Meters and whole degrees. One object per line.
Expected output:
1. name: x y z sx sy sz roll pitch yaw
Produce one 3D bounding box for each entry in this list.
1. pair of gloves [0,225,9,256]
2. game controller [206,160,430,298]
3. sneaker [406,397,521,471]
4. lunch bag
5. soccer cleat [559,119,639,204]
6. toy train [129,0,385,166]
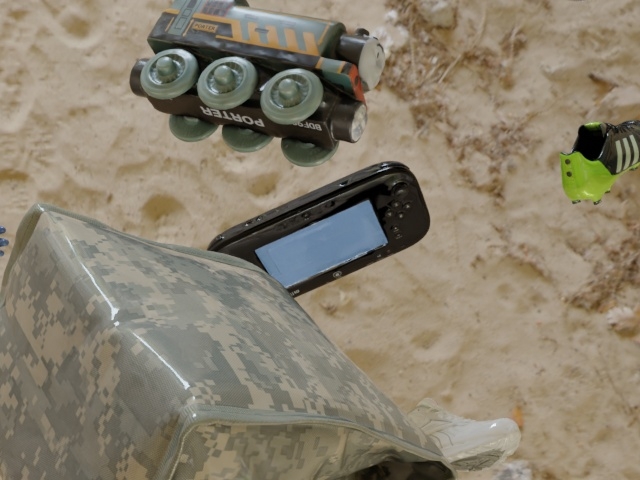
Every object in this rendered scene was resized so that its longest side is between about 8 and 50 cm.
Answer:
1. pair of gloves: -0.542 0.047 1.237 0.159 0.023 0.198 5 81 19
2. game controller: 0.000 0.000 1.178 0.319 0.166 0.067 -24 38 4
3. sneaker: 0.171 0.269 1.153 0.090 0.232 0.115 29 49 -39
4. lunch bag: -0.065 0.117 0.568 0.287 0.168 0.235 17 17 -47
5. soccer cleat: 0.318 -0.105 0.907 0.179 0.060 0.072 -38 118 -38
6. toy train: -0.082 -0.217 1.057 0.334 0.142 0.190 14 67 22
